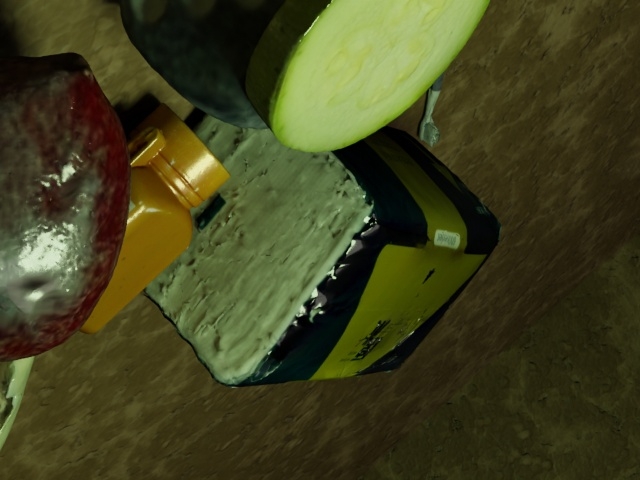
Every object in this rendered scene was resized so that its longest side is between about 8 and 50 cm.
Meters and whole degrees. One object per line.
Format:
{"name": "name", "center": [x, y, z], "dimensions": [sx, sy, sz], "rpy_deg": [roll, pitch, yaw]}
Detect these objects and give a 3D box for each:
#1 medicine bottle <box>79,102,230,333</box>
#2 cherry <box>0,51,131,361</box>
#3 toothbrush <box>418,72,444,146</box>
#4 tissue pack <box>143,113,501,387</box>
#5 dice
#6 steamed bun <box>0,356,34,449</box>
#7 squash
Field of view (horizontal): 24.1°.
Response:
{"name": "medicine bottle", "center": [-0.204, -0.026, 1.493], "dimensions": [0.222, 0.112, 0.149], "rpy_deg": [-43, 158, -2]}
{"name": "cherry", "center": [-0.268, -0.027, 1.238], "dimensions": [0.230, 0.203, 0.300], "rpy_deg": [27, 105, -26]}
{"name": "toothbrush", "center": [0.149, -0.206, 1.909], "dimensions": [0.024, 0.026, 0.288], "rpy_deg": [-33, 156, -20]}
{"name": "tissue pack", "center": [0.000, 0.000, 1.717], "dimensions": [0.264, 0.253, 0.416], "rpy_deg": [-50, 160, 15]}
{"name": "dice", "center": [-0.051, -0.216, 1.319], "dimensions": [0.182, 0.183, 0.181], "rpy_deg": [-53, 159, 25]}
{"name": "steamed bun", "center": [-0.373, 0.147, 1.438], "dimensions": [0.200, 0.170, 0.225], "rpy_deg": [-11, 140, -47]}
{"name": "squash", "center": [0.047, -0.180, 1.251], "dimensions": [0.252, 0.049, 0.252], "rpy_deg": [-34, 157, -17]}
